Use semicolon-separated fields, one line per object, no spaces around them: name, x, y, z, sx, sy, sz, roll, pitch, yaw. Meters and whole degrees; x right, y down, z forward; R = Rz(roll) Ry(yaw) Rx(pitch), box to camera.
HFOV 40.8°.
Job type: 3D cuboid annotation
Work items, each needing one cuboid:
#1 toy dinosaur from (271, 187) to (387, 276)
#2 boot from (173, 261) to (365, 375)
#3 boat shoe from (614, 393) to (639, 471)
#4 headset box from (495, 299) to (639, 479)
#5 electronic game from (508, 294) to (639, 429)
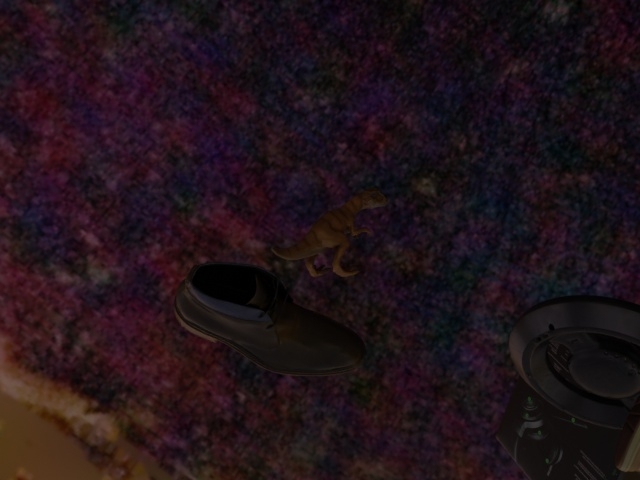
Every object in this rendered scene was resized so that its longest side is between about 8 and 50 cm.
toy dinosaur;0.000;0.000;1.086;0.064;0.211;0.112;18;130;38
boot;-0.051;0.085;0.912;0.219;0.082;0.106;16;156;-2
boat shoe;0.290;0.125;0.693;0.048;0.153;0.056;31;175;12
headset box;0.406;0.269;1.266;0.131;0.283;0.246;3;-154;-25
electronic game;0.330;0.144;0.988;0.229;0.048;0.229;18;142;15
